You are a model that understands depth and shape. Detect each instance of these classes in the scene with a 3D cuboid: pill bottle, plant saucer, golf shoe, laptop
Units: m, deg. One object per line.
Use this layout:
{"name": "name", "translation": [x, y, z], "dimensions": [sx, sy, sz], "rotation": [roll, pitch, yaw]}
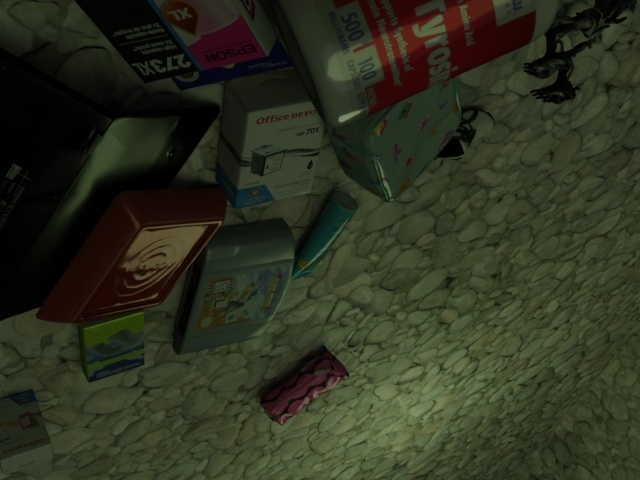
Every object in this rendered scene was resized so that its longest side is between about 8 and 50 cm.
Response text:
{"name": "pill bottle", "translation": [0.151, -0.324, 1.039], "dimensions": [0.408, 0.229, 0.229], "rotation": [-24, 145, -1]}
{"name": "plant saucer", "translation": [-0.273, 0.030, 1.253], "dimensions": [0.259, 0.047, 0.258], "rotation": [-50, 161, 23]}
{"name": "golf shoe", "translation": [0.246, -0.180, 1.456], "dimensions": [0.198, 0.094, 0.077], "rotation": [-15, 140, -28]}
{"name": "laptop", "translation": [-0.406, -0.092, 1.089], "dimensions": [0.408, 0.236, 0.382], "rotation": [30, 114, -22]}

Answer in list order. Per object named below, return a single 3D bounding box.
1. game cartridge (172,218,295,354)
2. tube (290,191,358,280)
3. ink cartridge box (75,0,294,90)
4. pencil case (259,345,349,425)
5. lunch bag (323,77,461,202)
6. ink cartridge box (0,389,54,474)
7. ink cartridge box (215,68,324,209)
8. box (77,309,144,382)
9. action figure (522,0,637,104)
{"name": "game cartridge", "translation": [-0.154, 0.090, 1.490], "dimensions": [0.198, 0.062, 0.297], "rotation": [-6, 137, -29]}
{"name": "tube", "translation": [0.000, 0.000, 1.513], "dimensions": [0.080, 0.052, 0.207], "rotation": [-14, 145, -45]}
{"name": "ink cartridge box", "translation": [-0.178, -0.281, 0.942], "dimensions": [0.176, 0.069, 0.371], "rotation": [-8, 153, 18]}
{"name": "pencil case", "translation": [-0.040, 0.337, 1.853], "dimensions": [0.209, 0.095, 0.098], "rotation": [-39, -179, 3]}
{"name": "lunch bag", "translation": [0.122, -0.196, 1.271], "dimensions": [0.224, 0.108, 0.279], "rotation": [-52, 159, -7]}
{"name": "ink cartridge box", "translation": [-0.525, 0.332, 1.413], "dimensions": [0.089, 0.122, 0.052], "rotation": [-16, 142, -25]}
{"name": "ink cartridge box", "translation": [-0.075, -0.153, 1.233], "dimensions": [0.140, 0.082, 0.190], "rotation": [-15, 143, -26]}
{"name": "box", "translation": [-0.368, 0.182, 1.434], "dimensions": [0.109, 0.042, 0.178], "rotation": [-16, 141, -25]}
{"name": "action figure", "translation": [0.419, -0.372, 1.333], "dimensions": [0.164, 0.141, 0.275], "rotation": [40, 77, -47]}
